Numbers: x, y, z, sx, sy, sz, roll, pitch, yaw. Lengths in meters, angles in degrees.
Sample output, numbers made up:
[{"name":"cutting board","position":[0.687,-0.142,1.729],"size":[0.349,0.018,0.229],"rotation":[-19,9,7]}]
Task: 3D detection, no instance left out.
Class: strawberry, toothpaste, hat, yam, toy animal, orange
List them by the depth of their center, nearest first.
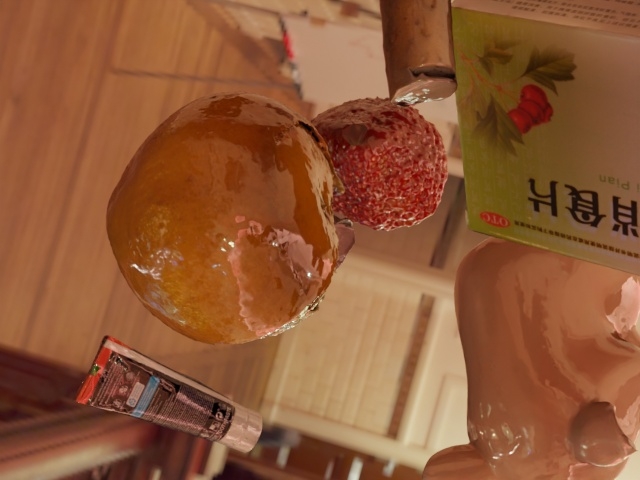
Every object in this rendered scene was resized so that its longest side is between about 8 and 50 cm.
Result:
[{"name":"orange","position":[-0.054,-0.012,0.740],"size":[0.156,0.134,0.157],"rotation":[0,90,-73]},{"name":"yam","position":[0.049,-0.209,0.742],"size":[0.046,0.046,0.264],"rotation":[67,19,-75]},{"name":"hat","position":[-0.002,0.000,1.007],"size":[0.058,0.042,0.087],"rotation":[-69,164,12]},{"name":"strawberry","position":[0.047,-0.077,1.095],"size":[0.148,0.131,0.131],"rotation":[68,37,-57]},{"name":"toy animal","position":[0.207,0.107,1.103],"size":[0.213,0.195,0.256],"rotation":[22,51,-43]},{"name":"toothpaste","position":[-0.146,0.157,1.237],"size":[0.045,0.193,0.071],"rotation":[24,-91,62]}]

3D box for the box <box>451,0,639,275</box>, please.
[{"name":"box","position":[0.209,-0.062,0.772],"size":[0.062,0.260,0.175],"rotation":[-45,138,-38]}]
